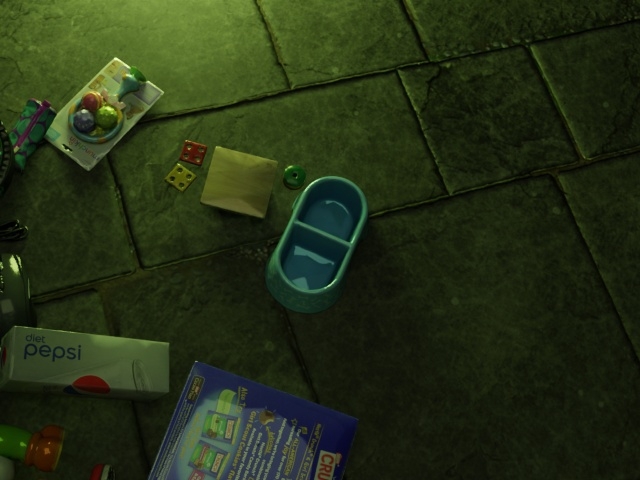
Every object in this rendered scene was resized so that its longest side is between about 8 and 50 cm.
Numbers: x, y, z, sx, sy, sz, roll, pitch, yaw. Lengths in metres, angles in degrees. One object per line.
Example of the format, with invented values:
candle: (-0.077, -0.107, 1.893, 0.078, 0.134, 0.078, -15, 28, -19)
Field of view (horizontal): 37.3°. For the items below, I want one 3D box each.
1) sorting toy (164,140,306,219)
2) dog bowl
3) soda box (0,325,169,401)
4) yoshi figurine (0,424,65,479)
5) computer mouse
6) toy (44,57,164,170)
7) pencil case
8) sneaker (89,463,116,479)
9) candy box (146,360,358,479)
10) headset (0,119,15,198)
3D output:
sorting toy: (-0.175, -0.113, 1.932, 0.275, 0.046, 0.132, 14, 66, -4)
dog bowl: (0.000, 0.000, 1.899, 0.166, 0.074, 0.297, 23, 66, 1)
soda box: (-0.414, 0.222, 1.675, 0.286, 0.091, 0.098, 11, 64, -29)
yoshi figurine: (-0.628, 0.362, 1.595, 0.362, 0.203, 0.203, 12, 47, -17)
computer mouse: (-0.633, 0.079, 1.769, 0.184, 0.060, 0.262, -7, 68, -13)
toy: (-0.451, -0.273, 1.951, 0.137, 0.056, 0.237, 36, 66, 8)
pencil case: (-0.587, -0.208, 1.888, 0.064, 0.070, 0.151, 30, 70, -15)
sneaker: (-0.432, 0.503, 1.603, 0.118, 0.107, 0.279, 16, 63, 8)
candy box: (-0.124, 0.400, 1.683, 0.317, 0.122, 0.268, 20, 64, 1)
headset: (-0.749, -0.207, 1.818, 0.243, 0.185, 0.394, -31, 80, -17)
